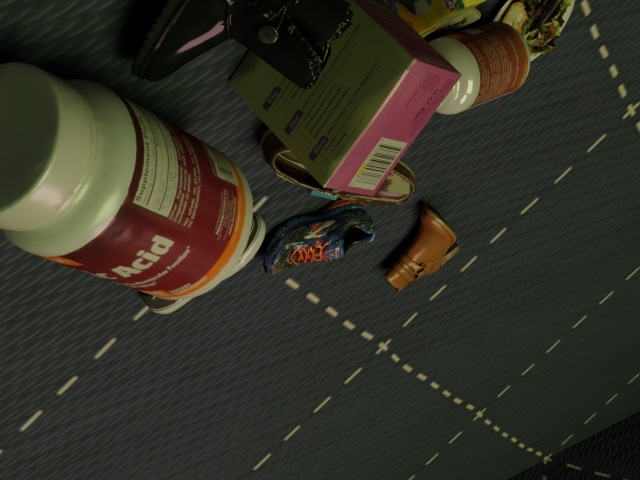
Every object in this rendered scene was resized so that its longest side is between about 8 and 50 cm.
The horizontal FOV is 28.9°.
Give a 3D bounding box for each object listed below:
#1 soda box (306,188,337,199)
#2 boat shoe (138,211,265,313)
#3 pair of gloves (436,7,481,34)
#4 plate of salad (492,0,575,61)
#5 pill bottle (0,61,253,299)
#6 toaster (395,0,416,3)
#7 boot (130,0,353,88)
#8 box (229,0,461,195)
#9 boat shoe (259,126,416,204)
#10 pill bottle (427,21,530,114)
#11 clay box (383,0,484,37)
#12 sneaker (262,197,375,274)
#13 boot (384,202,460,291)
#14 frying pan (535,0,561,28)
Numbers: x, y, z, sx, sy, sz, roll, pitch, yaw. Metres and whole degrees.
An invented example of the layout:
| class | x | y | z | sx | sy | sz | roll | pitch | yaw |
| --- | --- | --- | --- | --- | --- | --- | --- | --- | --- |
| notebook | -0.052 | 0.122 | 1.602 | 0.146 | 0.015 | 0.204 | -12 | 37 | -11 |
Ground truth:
| class | x | y | z | sx | sy | sz | roll | pitch | yaw |
| --- | --- | --- | --- | --- | --- | --- | --- | --- | --- |
| soda box | 0.045 | -0.166 | 1.959 | 0.071 | 0.067 | 0.210 | 10 | 122 | -53 |
| boat shoe | -0.190 | 0.026 | 1.944 | 0.228 | 0.080 | 0.076 | -34 | 151 | 3 |
| pair of gloves | 0.226 | -0.382 | 1.828 | 0.240 | 0.042 | 0.204 | -24 | 165 | 33 |
| plate of salad | 0.356 | -0.358 | 2.077 | 0.200 | 0.048 | 0.200 | -28 | 147 | -21 |
| pill bottle | -0.275 | -0.069 | 1.573 | 0.224 | 0.224 | 0.392 | -47 | 149 | 10 |
| toaster | 0.034 | -0.386 | 1.569 | 0.186 | 0.168 | 0.110 | -5 | 132 | -46 |
| boot | -0.098 | -0.244 | 1.539 | 0.246 | 0.207 | 0.094 | -50 | -169 | 32 |
| box | 0.029 | -0.220 | 1.697 | 0.117 | 0.243 | 0.213 | 7 | 125 | -52 |
| boat shoe | 0.030 | -0.098 | 1.885 | 0.257 | 0.095 | 0.095 | 14 | 116 | -17 |
| pill bottle | 0.223 | -0.266 | 1.945 | 0.216 | 0.121 | 0.121 | -24 | 147 | -43 |
| clay box | 0.148 | -0.354 | 1.668 | 0.053 | 0.127 | 0.222 | -25 | -178 | -24 |
| sneaker | 0.000 | 0.000 | 2.102 | 0.221 | 0.087 | 0.083 | -29 | 147 | -20 |
| boot | 0.182 | 0.021 | 2.351 | 0.152 | 0.073 | 0.197 | -36 | 147 | -1 |
| frying pan | 0.428 | -0.495 | 1.940 | 0.326 | 0.053 | 0.197 | -49 | -168 | 54 |
